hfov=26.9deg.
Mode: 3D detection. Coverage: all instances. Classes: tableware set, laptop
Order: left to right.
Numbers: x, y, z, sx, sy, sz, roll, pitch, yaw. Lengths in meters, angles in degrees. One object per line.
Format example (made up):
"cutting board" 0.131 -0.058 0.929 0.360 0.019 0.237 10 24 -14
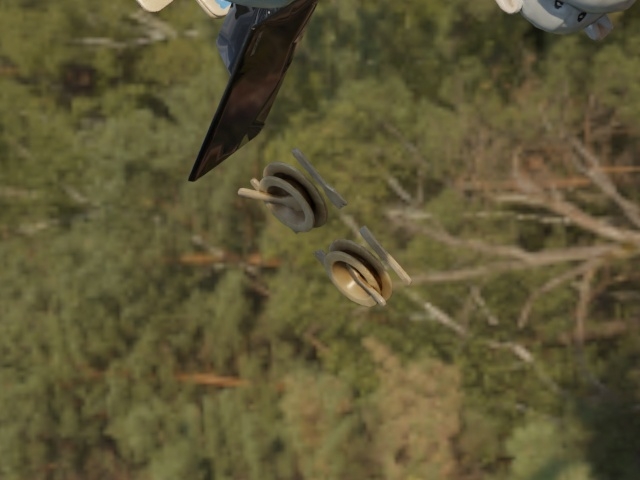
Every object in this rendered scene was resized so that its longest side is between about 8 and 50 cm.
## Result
"laptop" -0.100 -0.238 1.561 0.234 0.137 0.264 -62 41 40
"tableware set" 0.000 0.000 1.418 0.194 0.039 0.128 49 152 -6

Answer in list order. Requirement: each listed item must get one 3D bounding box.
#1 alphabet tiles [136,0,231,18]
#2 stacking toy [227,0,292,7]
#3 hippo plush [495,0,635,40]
"alphabet tiles" -0.181 -0.440 1.804 0.284 0.278 0.021 49 159 -3
"stacking toy" -0.152 -0.229 0.735 0.309 0.280 0.130 35 -104 -59
"hippo plush" 0.257 -0.353 1.436 0.294 0.234 0.236 1 72 71
